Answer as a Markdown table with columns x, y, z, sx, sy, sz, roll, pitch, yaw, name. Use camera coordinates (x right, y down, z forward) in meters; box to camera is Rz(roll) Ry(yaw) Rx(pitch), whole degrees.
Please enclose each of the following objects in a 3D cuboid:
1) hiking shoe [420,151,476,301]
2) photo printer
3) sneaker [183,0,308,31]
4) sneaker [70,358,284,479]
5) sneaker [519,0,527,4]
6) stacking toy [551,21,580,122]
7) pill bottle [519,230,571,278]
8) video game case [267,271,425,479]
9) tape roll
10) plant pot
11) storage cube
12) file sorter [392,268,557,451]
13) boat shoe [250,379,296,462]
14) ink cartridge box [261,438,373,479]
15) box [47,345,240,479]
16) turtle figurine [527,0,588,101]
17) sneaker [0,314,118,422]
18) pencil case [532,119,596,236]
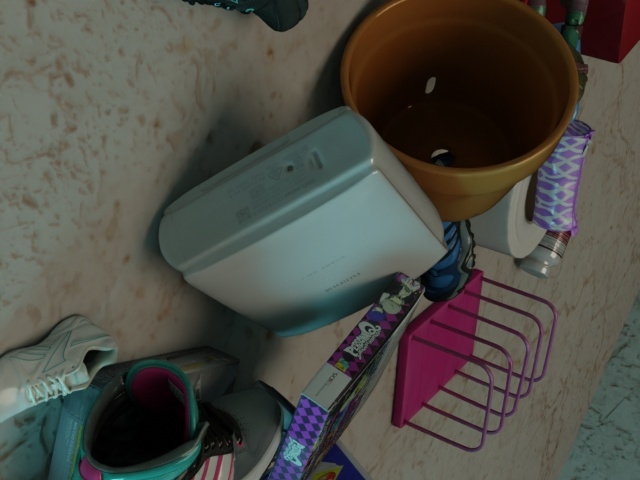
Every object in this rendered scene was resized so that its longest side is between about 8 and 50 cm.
| x | y | z | sx | sy | sz | roll | pitch | yaw | name |
| --- | --- | --- | --- | --- | --- | --- | --- | --- | --- |
| 0.175 | -0.019 | 1.524 | 0.132 | 0.113 | 0.304 | -15 | 131 | -21 | hiking shoe |
| 0.000 | 0.000 | 1.086 | 0.256 | 0.107 | 0.307 | -28 | 152 | 11 | photo printer |
| -0.101 | -0.270 | 0.910 | 0.106 | 0.101 | 0.267 | -46 | 150 | 1 | sneaker |
| -0.136 | 0.187 | 0.960 | 0.295 | 0.124 | 0.178 | -33 | 143 | -47 | sneaker |
| 0.266 | -0.397 | 1.351 | 0.107 | 0.118 | 0.279 | 30 | 58 | -49 | sneaker |
| 0.262 | -0.276 | 1.464 | 0.302 | 0.165 | 0.175 | 9 | 81 | -49 | stacking toy |
| 0.485 | 0.000 | 2.048 | 0.152 | 0.086 | 0.086 | -65 | 150 | -8 | pill bottle |
| 0.028 | 0.174 | 1.124 | 0.210 | 0.042 | 0.232 | -48 | 165 | -36 | video game case |
| 0.362 | -0.114 | 1.758 | 0.286 | 0.100 | 0.286 | -38 | 138 | -44 | tape roll |
| 0.169 | -0.158 | 1.254 | 0.291 | 0.291 | 0.203 | -57 | 165 | -24 | plant pot |
| 0.486 | -0.452 | 1.680 | 0.215 | 0.183 | 0.193 | -44 | 142 | -39 | storage cube |
| 0.287 | 0.219 | 1.743 | 0.290 | 0.182 | 0.202 | -32 | 134 | -48 | file sorter |
| -0.067 | 0.246 | 1.249 | 0.084 | 0.095 | 0.258 | -46 | 156 | -6 | boat shoe |
| -0.023 | 0.415 | 1.109 | 0.303 | 0.307 | 0.072 | -28 | 143 | -21 | ink cartridge box |
| -0.193 | 0.222 | 1.057 | 0.231 | 0.056 | 0.183 | -2 | 109 | -59 | box |
| 0.333 | -0.242 | 1.382 | 0.175 | 0.118 | 0.234 | 5 | 87 | -34 | turtle figurine |
| -0.254 | 0.123 | 0.892 | 0.152 | 0.061 | 0.054 | -39 | 140 | -42 | sneaker |
| 0.425 | -0.114 | 1.672 | 0.086 | 0.088 | 0.206 | -35 | 137 | -43 | pencil case |
